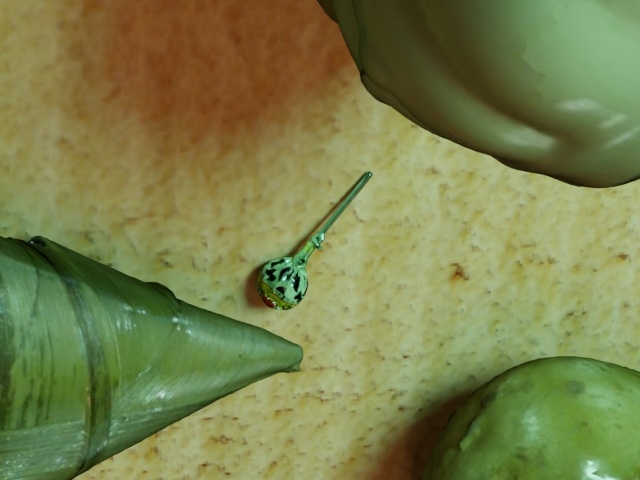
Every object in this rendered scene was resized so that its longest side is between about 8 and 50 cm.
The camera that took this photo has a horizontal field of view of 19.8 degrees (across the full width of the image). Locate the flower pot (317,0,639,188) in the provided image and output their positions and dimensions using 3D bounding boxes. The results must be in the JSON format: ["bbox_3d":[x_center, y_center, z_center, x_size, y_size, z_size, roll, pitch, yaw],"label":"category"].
[{"bbox_3d":[0.069,-0.196,0.636,0.244,0.307,0.307,33,109,-13],"label":"flower pot"}]

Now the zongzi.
[{"bbox_3d":[-0.172,0.110,0.853,0.274,0.125,0.251,18,115,-35],"label":"zongzi"}]

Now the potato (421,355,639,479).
[{"bbox_3d":[0.161,0.185,0.986,0.210,0.173,0.307,-30,130,5],"label":"potato"}]

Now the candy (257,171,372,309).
[{"bbox_3d":[0.000,0.000,0.900,0.083,0.025,0.023,-49,168,6],"label":"candy"}]
